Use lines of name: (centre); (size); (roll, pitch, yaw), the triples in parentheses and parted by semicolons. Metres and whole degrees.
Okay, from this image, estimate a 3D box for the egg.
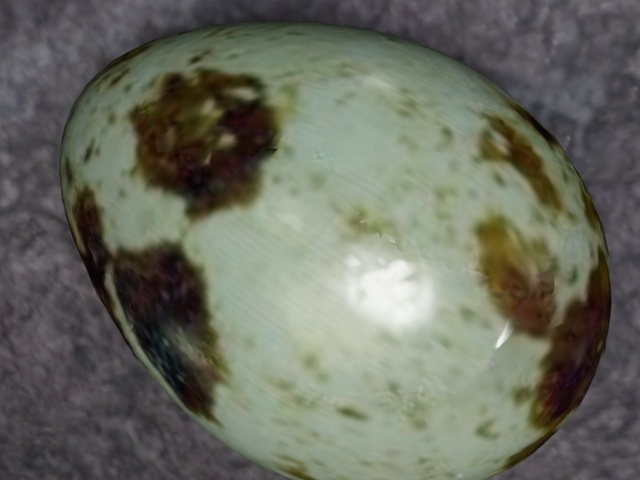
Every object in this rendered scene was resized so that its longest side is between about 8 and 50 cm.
egg: (0.000, 0.000, 0.588); (0.231, 0.169, 0.169); (31, 126, 22)
